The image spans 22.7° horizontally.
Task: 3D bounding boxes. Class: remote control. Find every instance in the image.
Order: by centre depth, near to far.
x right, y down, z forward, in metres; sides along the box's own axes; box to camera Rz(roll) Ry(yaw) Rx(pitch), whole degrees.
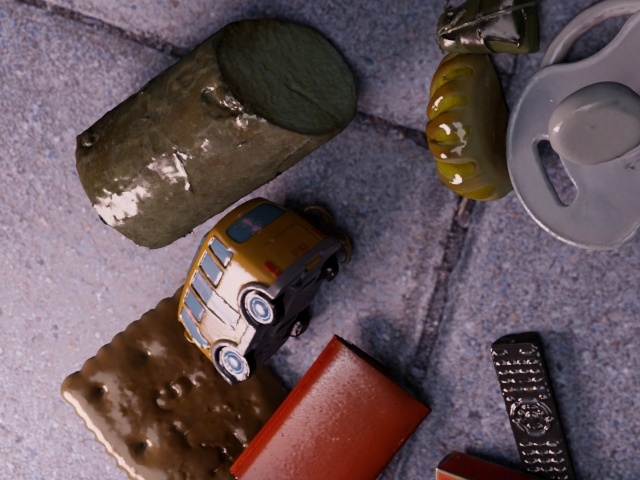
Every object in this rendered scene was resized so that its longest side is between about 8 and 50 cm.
[{"bbox_3d":[0.245,0.218,1.774,0.063,0.025,0.245,-7,109,27],"label":"remote control"}]

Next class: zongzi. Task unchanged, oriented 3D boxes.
[{"bbox_3d":[0.165,-0.246,1.595,0.109,0.055,0.119,3,101,25],"label":"zongzi"}]

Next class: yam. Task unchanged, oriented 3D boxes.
[{"bbox_3d":[-0.121,-0.116,1.716,0.304,0.168,0.168,-32,97,33],"label":"yam"}]

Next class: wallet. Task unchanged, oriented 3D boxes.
[{"bbox_3d":[0.012,0.227,1.824,0.142,0.045,0.204,37,97,-4],"label":"wallet"}]

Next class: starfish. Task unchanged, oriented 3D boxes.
[{"bbox_3d":[0.000,0.000,1.787,0.078,0.028,0.091,6,117,28],"label":"starfish"}]

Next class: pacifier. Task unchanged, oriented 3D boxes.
[{"bbox_3d":[0.274,-0.118,1.513,0.279,0.207,0.227,-31,80,31],"label":"pacifier"}]

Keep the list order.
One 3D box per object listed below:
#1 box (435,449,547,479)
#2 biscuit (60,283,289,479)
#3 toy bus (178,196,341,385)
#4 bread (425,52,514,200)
[{"bbox_3d":[0.215,0.314,1.795,0.175,0.048,0.112,14,123,28],"label":"box"},{"bbox_3d":[-0.129,0.230,1.870,0.217,0.044,0.325,-38,93,-8],"label":"biscuit"},{"bbox_3d":[-0.079,0.052,1.774,0.136,0.126,0.209,40,137,13],"label":"toy bus"},{"bbox_3d":[0.149,-0.107,1.639,0.083,0.094,0.157,-9,116,23],"label":"bread"}]
